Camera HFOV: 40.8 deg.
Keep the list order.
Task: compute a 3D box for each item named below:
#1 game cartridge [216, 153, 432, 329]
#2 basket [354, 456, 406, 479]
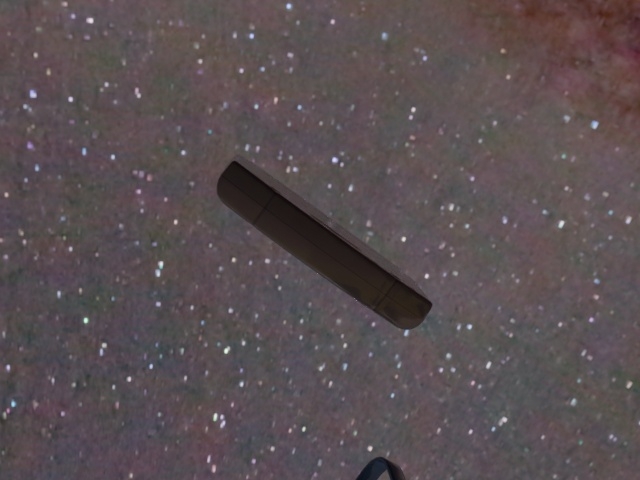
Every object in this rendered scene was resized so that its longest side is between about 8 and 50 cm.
[{"bbox_3d":[0.000,0.000,1.062,0.294,0.060,0.196,36,-179,-8],"label":"game cartridge"},{"bbox_3d":[0.041,0.404,0.933,0.201,0.254,0.289,30,-170,-19],"label":"basket"}]
